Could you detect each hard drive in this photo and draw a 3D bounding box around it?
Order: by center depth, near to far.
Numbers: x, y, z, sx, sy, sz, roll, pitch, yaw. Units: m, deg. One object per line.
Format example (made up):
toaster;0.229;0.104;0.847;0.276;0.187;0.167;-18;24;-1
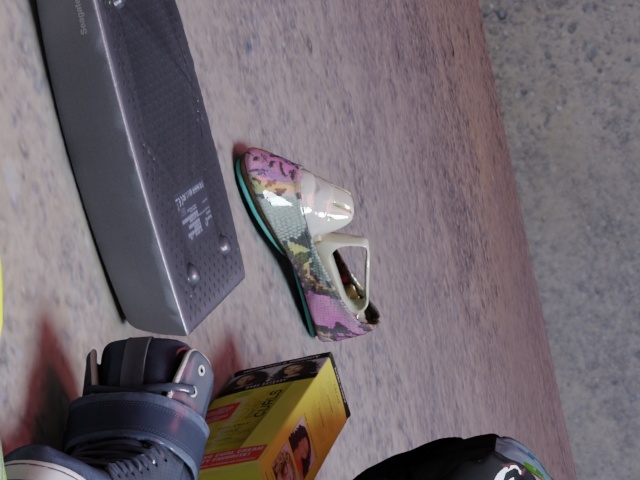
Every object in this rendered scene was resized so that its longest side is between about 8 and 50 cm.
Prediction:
hard drive;-0.120;-0.072;1.269;0.172;0.054;0.254;-49;126;-72

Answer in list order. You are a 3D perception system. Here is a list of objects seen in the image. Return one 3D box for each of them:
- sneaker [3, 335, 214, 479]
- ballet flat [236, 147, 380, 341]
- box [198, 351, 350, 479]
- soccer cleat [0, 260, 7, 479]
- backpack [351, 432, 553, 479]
sneaker;-0.121;0.112;1.036;0.226;0.086;0.163;71;25;-62
ballet flat;0.000;0.000;1.609;0.077;0.079;0.221;-83;156;-48
box;-0.046;0.146;1.322;0.232;0.087;0.058;-50;126;-70
soccer cleat;-0.191;0.054;0.827;0.121;0.093;0.289;10;70;-84
backpack;0.072;0.260;1.321;0.273;0.290;0.355;48;5;-7
